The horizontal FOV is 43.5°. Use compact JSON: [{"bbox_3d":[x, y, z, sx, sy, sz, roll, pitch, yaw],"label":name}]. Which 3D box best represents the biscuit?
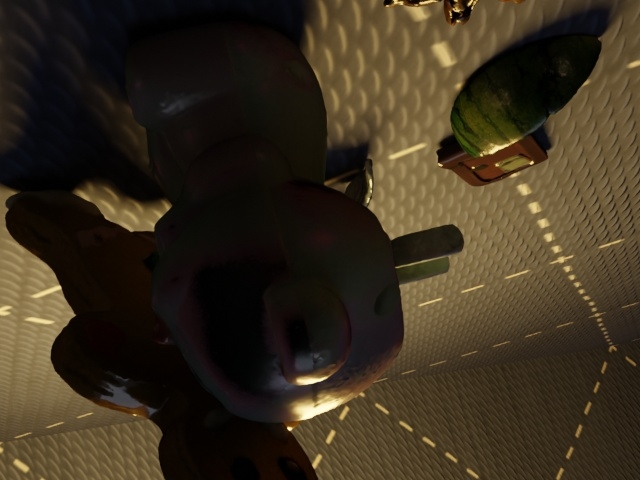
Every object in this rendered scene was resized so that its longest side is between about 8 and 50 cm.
[{"bbox_3d":[-0.118,0.099,0.741,0.283,0.432,0.064,23,109,-44],"label":"biscuit"}]

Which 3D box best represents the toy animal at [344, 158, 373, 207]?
[{"bbox_3d":[0.000,0.000,0.927,0.176,0.255,0.239,21,107,-18],"label":"toy animal"}]

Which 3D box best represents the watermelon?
[{"bbox_3d":[0.196,-0.129,0.799,0.092,0.075,0.181,0,155,-43],"label":"watermelon"}]

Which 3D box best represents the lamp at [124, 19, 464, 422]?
[{"bbox_3d":[-0.024,-0.012,0.640,0.247,0.301,0.247,-13,160,-11],"label":"lamp"}]

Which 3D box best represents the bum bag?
[{"bbox_3d":[0.210,-0.103,0.963,0.109,0.026,0.159,-21,164,22],"label":"bum bag"}]

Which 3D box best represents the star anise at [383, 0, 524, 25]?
[{"bbox_3d":[0.098,-0.202,0.527,0.177,0.073,0.234,-15,178,29],"label":"star anise"}]
